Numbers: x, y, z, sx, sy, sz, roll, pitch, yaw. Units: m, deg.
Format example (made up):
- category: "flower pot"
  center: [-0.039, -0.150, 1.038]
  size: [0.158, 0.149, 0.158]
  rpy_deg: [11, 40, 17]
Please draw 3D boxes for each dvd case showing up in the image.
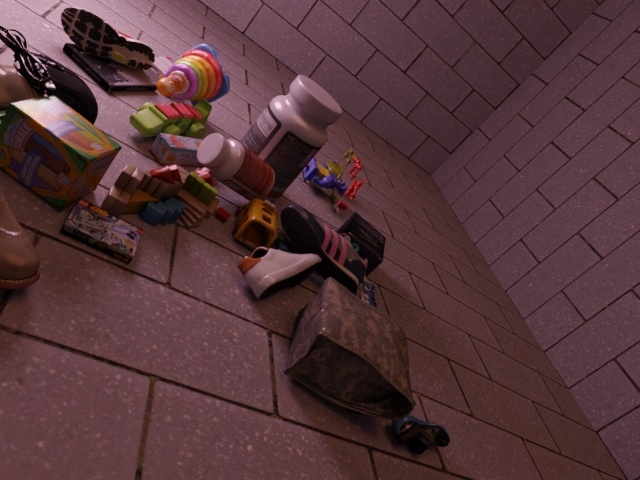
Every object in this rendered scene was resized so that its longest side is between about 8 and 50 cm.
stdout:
- category: "dvd case"
  center: [-0.625, -0.521, 1.486]
  size: [0.179, 0.029, 0.238]
  rpy_deg: [43, 23, 0]

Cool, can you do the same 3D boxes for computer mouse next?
- category: "computer mouse"
  center: [-0.566, -0.344, 1.078]
  size: [0.188, 0.072, 0.272]
  rpy_deg: [52, -5, 15]

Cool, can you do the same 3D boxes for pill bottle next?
- category: "pill bottle"
  center: [-0.233, -0.204, 1.359]
  size: [0.216, 0.121, 0.121]
  rpy_deg: [34, 21, -52]
- category: "pill bottle"
  center: [-0.111, -0.314, 1.528]
  size: [0.210, 0.363, 0.210]
  rpy_deg: [35, 25, -19]

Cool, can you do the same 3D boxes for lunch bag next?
- category: "lunch bag"
  center: [0.084, 0.259, 1.120]
  size: [0.287, 0.169, 0.235]
  rpy_deg: [33, 25, -11]

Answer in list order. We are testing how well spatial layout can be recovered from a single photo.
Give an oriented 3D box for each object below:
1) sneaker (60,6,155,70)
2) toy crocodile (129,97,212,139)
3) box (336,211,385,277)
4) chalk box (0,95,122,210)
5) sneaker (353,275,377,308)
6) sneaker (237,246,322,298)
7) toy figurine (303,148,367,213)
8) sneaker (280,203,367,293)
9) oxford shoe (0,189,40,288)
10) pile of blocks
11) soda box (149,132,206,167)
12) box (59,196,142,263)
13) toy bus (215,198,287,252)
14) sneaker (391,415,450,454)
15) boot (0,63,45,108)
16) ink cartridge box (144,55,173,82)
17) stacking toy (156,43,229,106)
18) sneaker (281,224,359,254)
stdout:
- category: "sneaker"
  center: [-0.640, -0.595, 1.467]
  size: [0.279, 0.107, 0.118]
  rpy_deg: [21, 12, -46]
- category: "toy crocodile"
  center: [-0.424, -0.356, 1.429]
  size: [0.115, 0.105, 0.340]
  rpy_deg: [45, 24, 3]
- category: "box"
  center: [0.129, 0.016, 1.671]
  size: [0.153, 0.108, 0.207]
  rpy_deg: [41, 24, -6]
- category: "chalk box"
  center: [-0.529, -0.188, 0.946]
  size: [0.213, 0.132, 0.132]
  rpy_deg: [39, 23, -11]
- category: "sneaker"
  center: [0.128, 0.166, 1.452]
  size: [0.080, 0.081, 0.211]
  rpy_deg: [19, 34, -46]
- category: "sneaker"
  center: [-0.097, 0.054, 1.252]
  size: [0.123, 0.106, 0.290]
  rpy_deg: [48, 23, 14]
- category: "toy figurine"
  center: [0.019, -0.288, 1.930]
  size: [0.217, 0.191, 0.362]
  rpy_deg: [27, 27, -22]
- category: "sneaker"
  center: [0.015, 0.003, 1.403]
  size: [0.319, 0.112, 0.131]
  rpy_deg: [51, 48, -18]
- category: "oxford shoe"
  center: [-0.545, -0.074, 0.733]
  size: [0.348, 0.130, 0.123]
  rpy_deg: [44, 23, 2]
- category: "pile of blocks"
  center: [-0.336, -0.116, 1.156]
  size: [0.149, 0.112, 0.362]
  rpy_deg: [47, 24, 9]
- category: "soda box"
  center: [-0.381, -0.250, 1.370]
  size: [0.058, 0.063, 0.183]
  rpy_deg: [50, 25, 16]
- category: "box"
  center: [-0.425, -0.019, 0.960]
  size: [0.137, 0.027, 0.094]
  rpy_deg: [31, 28, -26]
- category: "toy bus"
  center: [-0.167, -0.061, 1.339]
  size: [0.202, 0.104, 0.191]
  rpy_deg: [51, 24, 17]
- category: "sneaker"
  center: [0.235, 0.466, 1.157]
  size: [0.188, 0.067, 0.078]
  rpy_deg: [28, 49, -35]
- category: "boot"
  center: [-0.709, -0.346, 0.982]
  size: [0.262, 0.095, 0.203]
  rpy_deg: [37, 18, 5]
- category: "ink cartridge box"
  center: [-0.532, -0.570, 1.672]
  size: [0.109, 0.063, 0.150]
  rpy_deg: [44, 24, 1]
- category: "stacking toy"
  center: [-0.418, -0.494, 1.511]
  size: [0.175, 0.166, 0.302]
  rpy_deg: [64, 21, -17]
- category: "sneaker"
  center: [0.000, 0.000, 1.493]
  size: [0.275, 0.110, 0.107]
  rpy_deg: [26, 26, -32]
